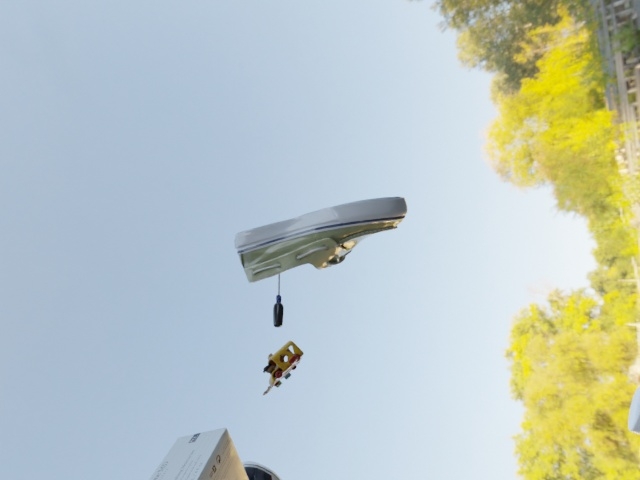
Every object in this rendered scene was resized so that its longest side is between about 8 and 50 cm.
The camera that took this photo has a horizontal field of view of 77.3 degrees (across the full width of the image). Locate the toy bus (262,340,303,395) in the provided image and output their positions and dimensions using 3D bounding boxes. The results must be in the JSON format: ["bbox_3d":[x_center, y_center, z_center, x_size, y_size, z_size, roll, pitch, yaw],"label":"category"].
[{"bbox_3d":[-0.164,0.491,1.590,0.191,0.104,0.202,-50,-19,6],"label":"toy bus"}]

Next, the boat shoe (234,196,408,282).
[{"bbox_3d":[0.000,0.000,0.661,0.109,0.302,0.094,-14,-90,-68],"label":"boat shoe"}]

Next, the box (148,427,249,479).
[{"bbox_3d":[-0.228,0.495,0.753,0.181,0.119,0.182,-59,-49,-75],"label":"box"}]

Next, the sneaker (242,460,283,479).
[{"bbox_3d":[-0.175,0.919,1.408,0.126,0.321,0.127,-58,-6,12],"label":"sneaker"}]

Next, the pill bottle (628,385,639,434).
[{"bbox_3d":[0.733,0.362,0.728,0.146,0.264,0.146,-27,-56,-49],"label":"pill bottle"}]

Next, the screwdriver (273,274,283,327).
[{"bbox_3d":[-0.092,0.106,0.874,0.025,0.024,0.170,54,-152,-60],"label":"screwdriver"}]
